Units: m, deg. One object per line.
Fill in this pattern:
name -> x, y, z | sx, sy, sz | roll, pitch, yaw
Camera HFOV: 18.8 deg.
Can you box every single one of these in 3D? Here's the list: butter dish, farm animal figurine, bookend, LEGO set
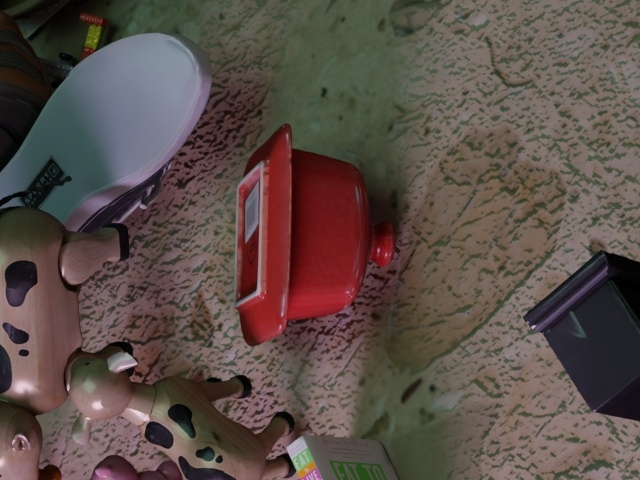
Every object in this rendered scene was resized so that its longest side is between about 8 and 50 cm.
butter dish -> 0.000, 0.000, 1.491 | 0.160, 0.118, 0.159 | 145, 126, -75
farm animal figurine -> -0.209, 0.115, 1.523 | 0.330, 0.172, 0.326 | -17, 89, 32
bookend -> 0.234, 0.097, 1.264 | 0.072, 0.157, 0.156 | -43, 58, 22
LEGO set -> -0.263, -0.161, 1.751 | 0.244, 0.060, 0.182 | -36, 65, 25

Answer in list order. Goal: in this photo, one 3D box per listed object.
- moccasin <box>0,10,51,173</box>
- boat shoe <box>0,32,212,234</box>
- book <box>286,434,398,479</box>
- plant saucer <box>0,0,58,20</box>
moccasin -> -0.373, -0.049, 1.747 | 0.380, 0.139, 0.147 | -57, 35, 33
boat shoe -> -0.183, -0.066, 1.640 | 0.113, 0.105, 0.306 | 49, 119, 14
book -> 0.035, 0.214, 1.425 | 0.035, 0.096, 0.144 | -39, 60, 23
plant saucer -> -0.258, -0.323, 1.768 | 0.278, 0.041, 0.277 | -17, 62, 36
